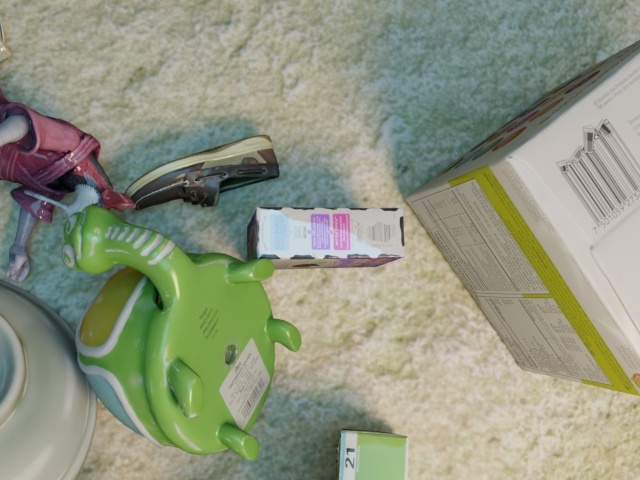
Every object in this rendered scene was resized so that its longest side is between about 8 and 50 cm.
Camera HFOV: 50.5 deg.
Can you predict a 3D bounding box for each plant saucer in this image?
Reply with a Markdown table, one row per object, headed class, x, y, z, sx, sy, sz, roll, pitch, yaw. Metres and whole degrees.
| class | x | y | z | sx | sy | sz | roll | pitch | yaw |
| --- | --- | --- | --- | --- | --- | --- | --- | --- | --- |
| plant saucer | -0.452 | 0.166 | 0.762 | 0.401 | 0.100 | 0.400 | 16 | 44 | -16 |

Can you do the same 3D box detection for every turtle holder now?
| class | x | y | z | sx | sy | sz | roll | pitch | yaw |
| --- | --- | --- | --- | --- | --- | --- | --- | --- | --- |
| turtle holder | -0.192 | 0.123 | 0.828 | 0.227 | 0.320 | 0.243 | 4 | 72 | 27 |

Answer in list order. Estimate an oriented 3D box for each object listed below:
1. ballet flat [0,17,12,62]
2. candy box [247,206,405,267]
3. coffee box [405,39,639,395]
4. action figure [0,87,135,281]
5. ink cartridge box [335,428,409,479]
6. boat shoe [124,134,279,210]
| class | x | y | z | sx | sy | sz | roll | pitch | yaw |
| --- | --- | --- | --- | --- | --- | --- | --- | --- | --- |
| ballet flat | -0.483 | -0.326 | 0.948 | 0.052 | 0.057 | 0.168 | -24 | 99 | -22 |
| candy box | 0.000 | 0.000 | 0.944 | 0.196 | 0.165 | 0.070 | 0 | 83 | -11 |
| coffee box | 0.386 | -0.037 | 0.934 | 0.338 | 0.334 | 0.338 | -36 | 93 | -13 |
| action figure | -0.413 | -0.131 | 0.891 | 0.370 | 0.248 | 0.275 | 23 | 55 | -12 |
| ink cartridge box | 0.063 | 0.340 | 0.857 | 0.097 | 0.255 | 0.188 | 4 | 75 | 3 |
| boat shoe | -0.162 | -0.084 | 0.966 | 0.224 | 0.080 | 0.073 | -23 | 84 | -16 |
